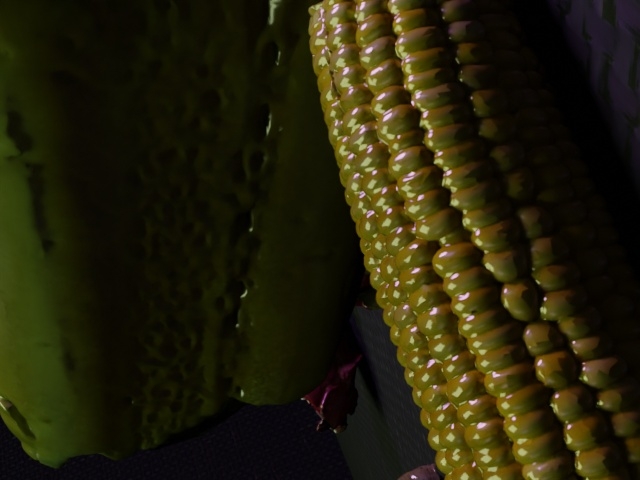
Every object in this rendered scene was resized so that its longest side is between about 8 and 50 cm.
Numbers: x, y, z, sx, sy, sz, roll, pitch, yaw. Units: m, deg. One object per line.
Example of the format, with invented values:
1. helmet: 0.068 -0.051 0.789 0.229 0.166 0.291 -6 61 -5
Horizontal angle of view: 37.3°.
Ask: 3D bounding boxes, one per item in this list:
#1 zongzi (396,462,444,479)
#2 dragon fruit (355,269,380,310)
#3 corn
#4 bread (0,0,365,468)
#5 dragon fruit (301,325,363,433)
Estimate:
1. zongzi: 0.123 0.296 0.851 0.176 0.078 0.160 57 176 28
2. dragon fruit: 0.000 0.000 0.789 0.150 0.133 0.208 25 179 10
3. corn: 0.065 0.008 0.352 0.093 0.093 0.244 94 156 -76
4. bread: -0.090 -0.055 0.546 0.376 0.251 0.208 101 155 -45
5. dragon fruit: 0.011 0.186 1.387 0.161 0.126 0.274 52 173 41
